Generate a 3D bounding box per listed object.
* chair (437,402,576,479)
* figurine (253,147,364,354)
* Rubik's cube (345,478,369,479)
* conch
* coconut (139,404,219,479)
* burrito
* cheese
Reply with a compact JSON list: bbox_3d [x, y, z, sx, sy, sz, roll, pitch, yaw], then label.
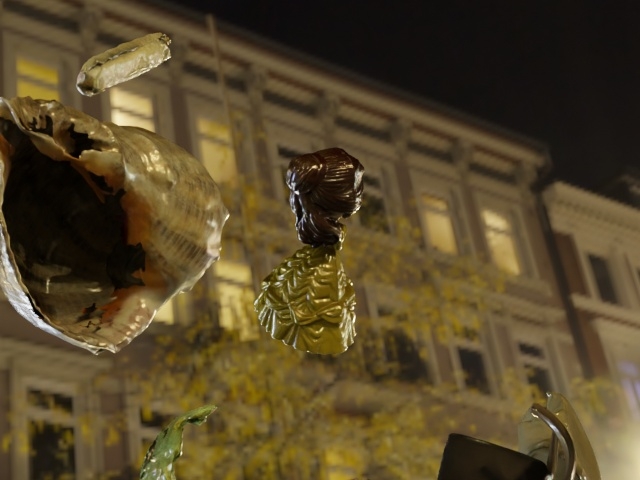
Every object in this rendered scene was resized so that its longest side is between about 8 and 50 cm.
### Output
[{"bbox_3d":[0.232,0.350,1.825,0.166,0.188,0.272,15,-39,7],"label":"chair"},{"bbox_3d":[0.004,0.000,2.180,0.168,0.187,0.315,7,-60,-11],"label":"figurine"},{"bbox_3d":[0.080,0.392,1.155,0.304,0.305,0.301,15,-2,18],"label":"Rubik's cube"},{"bbox_3d":[-0.212,-0.019,1.211,0.159,0.210,0.291,12,-20,48],"label":"conch"},{"bbox_3d":[-0.179,0.265,1.607,0.055,0.158,0.133,28,-39,-17],"label":"coconut"},{"bbox_3d":[-0.245,-0.221,1.702,0.041,0.185,0.045,12,-65,26],"label":"burrito"},{"bbox_3d":[0.351,0.316,2.042,0.091,0.202,0.175,-24,-64,16],"label":"cheese"}]
